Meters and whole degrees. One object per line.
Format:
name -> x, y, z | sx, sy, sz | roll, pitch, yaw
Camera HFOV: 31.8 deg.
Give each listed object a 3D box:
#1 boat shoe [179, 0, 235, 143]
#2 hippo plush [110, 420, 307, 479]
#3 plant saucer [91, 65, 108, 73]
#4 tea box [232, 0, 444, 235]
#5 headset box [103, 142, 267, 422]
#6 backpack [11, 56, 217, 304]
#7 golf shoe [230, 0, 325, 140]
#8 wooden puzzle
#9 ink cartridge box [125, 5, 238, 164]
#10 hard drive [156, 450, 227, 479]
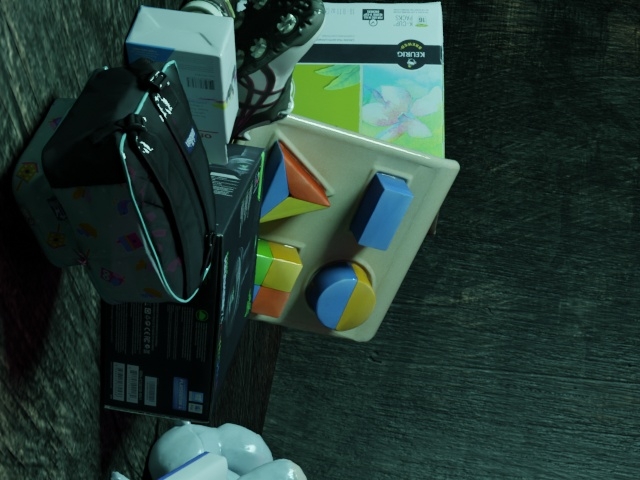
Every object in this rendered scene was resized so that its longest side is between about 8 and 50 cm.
boat shoe -> -0.137, -0.217, 1.449 | 0.069, 0.081, 0.228 | -71, 166, -47
hippo plush -> -0.160, 0.370, 1.546 | 0.236, 0.294, 0.234 | -135, -130, -67
plant saucer -> -0.210, -0.113, 1.145 | 0.192, 0.018, 0.067 | 75, 23, -76
tea box -> 0.028, -0.190, 1.791 | 0.220, 0.328, 0.324 | 85, 5, -71
headset box -> -0.157, 0.033, 1.347 | 0.283, 0.131, 0.246 | -74, 171, -64
backpack -> -0.166, -0.037, 0.965 | 0.166, 0.144, 0.188 | -79, 152, -50
golf shoe -> -0.067, -0.207, 1.332 | 0.273, 0.120, 0.105 | -29, -131, 44
wooden puzzle -> 0.000, 0.000, 1.573 | 0.322, 0.347, 0.080 | -65, -151, 24
ink cartridge box -> -0.149, -0.169, 1.248 | 0.181, 0.104, 0.062 | 93, 8, -55
hard drive -> -0.210, 0.386, 1.261 | 0.318, 0.040, 0.210 | -18, 118, -63
